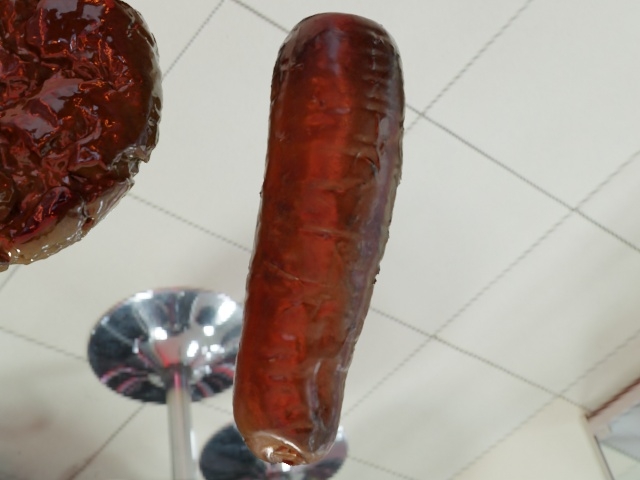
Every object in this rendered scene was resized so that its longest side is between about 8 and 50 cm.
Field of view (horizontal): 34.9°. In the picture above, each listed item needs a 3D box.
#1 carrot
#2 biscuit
[{"bbox_3d":[0.000,0.000,0.411,0.060,0.060,0.186,8,88,-18],"label":"carrot"},{"bbox_3d":[-0.192,-0.081,0.550,0.226,0.226,0.042,-3,154,-9],"label":"biscuit"}]
